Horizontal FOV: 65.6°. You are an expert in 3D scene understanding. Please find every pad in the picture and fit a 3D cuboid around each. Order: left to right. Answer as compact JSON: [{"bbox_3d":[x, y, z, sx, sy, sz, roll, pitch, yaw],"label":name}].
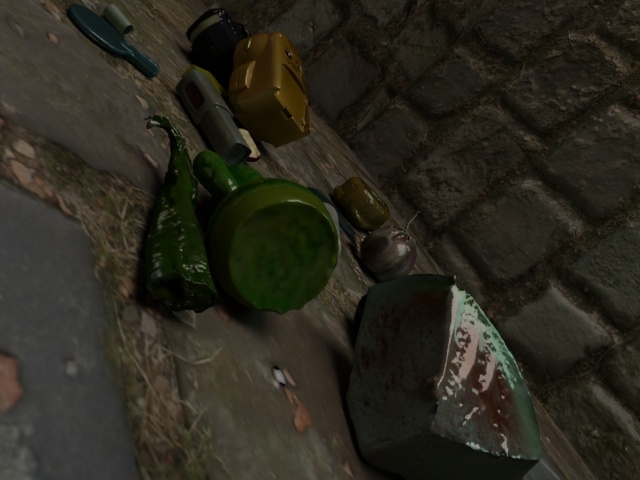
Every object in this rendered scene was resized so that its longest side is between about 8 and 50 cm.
[{"bbox_3d":[0.053,-0.085,1.671,0.243,0.004,0.163,51,14,10],"label":"pad"}]

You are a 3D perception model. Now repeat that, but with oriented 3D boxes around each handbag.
[{"bbox_3d":[-0.305,-0.603,1.591,0.181,0.181,0.254,60,17,11],"label":"handbag"}]

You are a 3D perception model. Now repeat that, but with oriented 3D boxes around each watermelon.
[{"bbox_3d":[0.156,0.248,0.750,0.258,0.228,0.387,-13,82,-40],"label":"watermelon"}]

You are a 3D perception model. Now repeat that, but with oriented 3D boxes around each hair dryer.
[{"bbox_3d":[-0.460,-0.509,1.175,0.063,0.038,0.124,49,7,-7],"label":"hair dryer"}]

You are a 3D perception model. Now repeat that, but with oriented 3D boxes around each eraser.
[{"bbox_3d":[-0.313,-0.424,1.367,0.097,0.045,0.122,49,13,-4],"label":"eraser"}]

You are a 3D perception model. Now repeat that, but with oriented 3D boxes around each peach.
[{"bbox_3d":[-0.186,-0.227,1.217,0.083,0.050,0.077,31,45,-28],"label":"peach"}]

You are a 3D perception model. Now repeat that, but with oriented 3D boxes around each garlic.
[{"bbox_3d":[0.200,0.000,1.517,0.207,0.257,0.207,18,-19,7],"label":"garlic"}]

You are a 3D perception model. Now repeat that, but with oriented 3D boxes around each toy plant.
[{"bbox_3d":[-0.108,-0.033,0.780,0.224,0.184,0.316,49,-3,-29],"label":"toy plant"}]

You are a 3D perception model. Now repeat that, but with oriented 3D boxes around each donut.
[{"bbox_3d":[0.154,-0.138,1.865,0.208,0.128,0.261,52,13,14],"label":"donut"}]

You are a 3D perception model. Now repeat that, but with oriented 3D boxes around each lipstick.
[{"bbox_3d":[-0.241,-0.275,1.124,0.253,0.079,0.077,58,15,26],"label":"lipstick"}]

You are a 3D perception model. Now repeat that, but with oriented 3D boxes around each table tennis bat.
[{"bbox_3d":[-0.421,-0.409,1.025,0.201,0.033,0.124,34,22,-39],"label":"table tennis bat"}]

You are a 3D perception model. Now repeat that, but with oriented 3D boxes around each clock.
[{"bbox_3d":[-0.144,-0.461,1.458,0.244,0.200,0.317,50,37,-53],"label":"clock"}]

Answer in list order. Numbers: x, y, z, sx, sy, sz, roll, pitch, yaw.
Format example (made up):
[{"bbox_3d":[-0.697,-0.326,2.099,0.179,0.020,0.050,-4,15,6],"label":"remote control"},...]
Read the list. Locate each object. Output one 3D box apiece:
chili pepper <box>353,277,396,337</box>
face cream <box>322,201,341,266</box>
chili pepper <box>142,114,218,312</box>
[{"bbox_3d":[0.156,0.161,1.028,0.173,0.165,0.261,32,16,-16],"label":"chili pepper"},{"bbox_3d":[0.000,0.000,1.113,0.092,0.092,0.311,45,16,-16],"label":"face cream"},{"bbox_3d":[-0.198,-0.049,0.665,0.084,0.076,0.359,14,35,-31],"label":"chili pepper"}]
